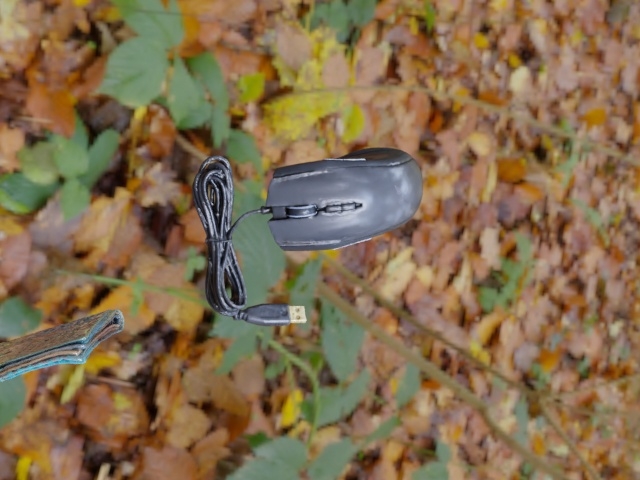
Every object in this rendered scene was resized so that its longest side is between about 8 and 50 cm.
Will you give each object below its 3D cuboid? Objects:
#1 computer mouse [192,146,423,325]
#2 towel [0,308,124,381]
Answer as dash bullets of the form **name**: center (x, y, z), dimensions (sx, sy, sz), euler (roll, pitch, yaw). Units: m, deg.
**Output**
- **computer mouse**: center (0.000, 0.000, 1.123), dimensions (0.060, 0.262, 0.184), euler (-156, -117, -64)
- **towel**: center (-0.500, 0.192, 1.655), dimensions (0.271, 0.370, 0.040), euler (-75, 148, -83)
